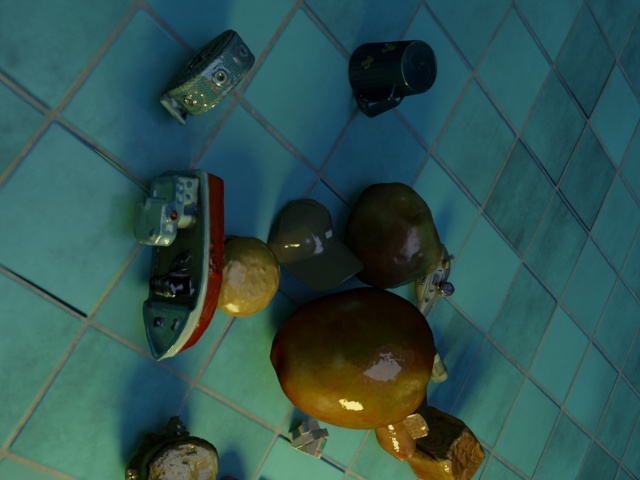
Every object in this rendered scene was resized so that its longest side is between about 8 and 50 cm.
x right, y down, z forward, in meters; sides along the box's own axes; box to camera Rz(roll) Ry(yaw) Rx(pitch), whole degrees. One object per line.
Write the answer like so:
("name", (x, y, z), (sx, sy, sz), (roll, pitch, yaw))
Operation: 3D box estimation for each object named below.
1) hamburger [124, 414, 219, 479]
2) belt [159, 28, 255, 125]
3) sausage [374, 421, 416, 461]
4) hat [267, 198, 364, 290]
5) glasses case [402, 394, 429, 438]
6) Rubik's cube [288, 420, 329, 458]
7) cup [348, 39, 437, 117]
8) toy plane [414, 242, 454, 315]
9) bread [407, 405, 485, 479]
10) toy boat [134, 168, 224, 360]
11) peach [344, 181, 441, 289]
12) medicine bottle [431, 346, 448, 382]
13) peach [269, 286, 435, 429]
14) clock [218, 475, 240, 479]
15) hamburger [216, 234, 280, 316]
("hamburger", (-0.274, 0.412, 1.245), (0.159, 0.131, 0.185), (10, 83, -30))
("belt", (-0.195, -0.298, 1.201), (0.082, 0.147, 0.163), (48, 39, -29))
("sausage", (0.152, 0.404, 1.597), (0.109, 0.109, 0.271), (-39, 118, -28))
("hat", (0.000, 0.000, 1.379), (0.166, 0.173, 0.144), (-31, 121, -33))
("glasses case", (0.221, 0.349, 1.594), (0.075, 0.049, 0.218), (58, 22, -27))
("Rubik's cube", (-0.024, 0.422, 1.471), (0.084, 0.075, 0.073), (26, 77, 1))
("cup", (0.150, -0.346, 1.457), (0.131, 0.155, 0.176), (30, 76, -37))
("toy plane", (0.250, 0.141, 1.652), (0.108, 0.092, 0.286), (18, 84, -17))
("bread", (0.308, 0.523, 1.702), (0.149, 0.158, 0.143), (-49, 121, -28))
("toy boat", (-0.257, 0.041, 1.186), (0.133, 0.145, 0.332), (4, 89, -50))
("peach", (0.155, -0.015, 1.491), (0.214, 0.214, 0.236), (0, 73, -39))
("medicine bottle", (0.290, 0.314, 1.727), (0.047, 0.047, 0.083), (-41, 119, -27))
("peach", (0.064, 0.236, 1.386), (0.332, 0.308, 0.308), (2, 96, -5))
("clock", (-0.201, 0.554, 1.364), (0.152, 0.050, 0.110), (-40, 118, -27))
("hamburger", (-0.158, 0.065, 1.291), (0.162, 0.115, 0.162), (-4, 96, -39))
